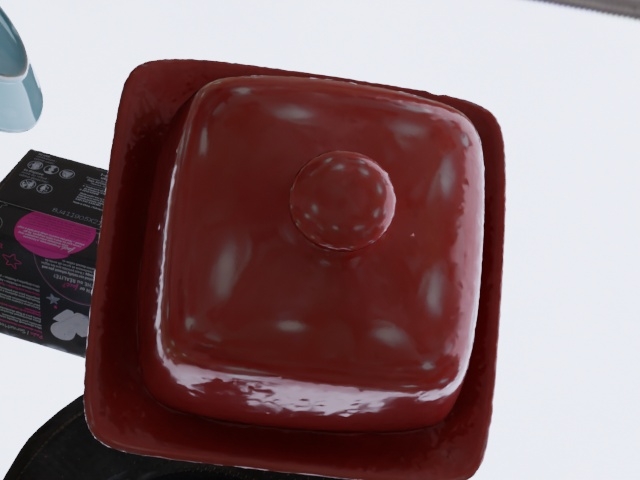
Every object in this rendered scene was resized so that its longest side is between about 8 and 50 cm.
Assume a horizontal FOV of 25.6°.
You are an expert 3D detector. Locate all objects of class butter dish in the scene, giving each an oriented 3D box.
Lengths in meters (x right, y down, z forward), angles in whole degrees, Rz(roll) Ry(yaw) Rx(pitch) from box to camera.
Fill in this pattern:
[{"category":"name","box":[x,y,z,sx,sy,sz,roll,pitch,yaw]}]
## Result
[{"category":"butter dish","box":[0.000,0.000,0.509,0.159,0.118,0.160,7,-105,-8]}]

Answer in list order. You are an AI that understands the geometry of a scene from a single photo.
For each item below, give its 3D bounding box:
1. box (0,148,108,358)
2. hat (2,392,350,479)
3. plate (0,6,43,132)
[{"category":"box","box":[-0.230,0.026,1.495,0.247,0.163,0.142,16,-52,11]},{"category":"hat","box":[-0.080,0.254,0.913,0.331,0.331,0.134,54,-35,26]},{"category":"plate","box":[-0.255,-0.152,0.960,0.024,0.188,0.188,-39,-116,18]}]
